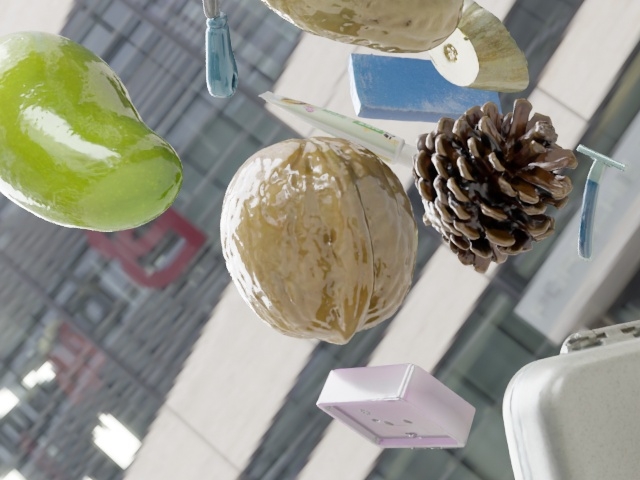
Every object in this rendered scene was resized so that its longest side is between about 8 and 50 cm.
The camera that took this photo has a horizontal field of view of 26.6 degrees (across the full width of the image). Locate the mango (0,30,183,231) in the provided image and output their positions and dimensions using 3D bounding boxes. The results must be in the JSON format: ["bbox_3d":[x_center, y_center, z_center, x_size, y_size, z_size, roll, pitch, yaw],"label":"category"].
[{"bbox_3d":[-0.259,-0.106,1.379,0.175,0.293,0.143,-37,-34,-21],"label":"mango"}]

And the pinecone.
[{"bbox_3d":[0.199,-0.069,1.541,0.169,0.185,0.212,-54,11,-20],"label":"pinecone"}]

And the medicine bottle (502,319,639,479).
[{"bbox_3d":[0.379,0.221,1.437,0.375,0.282,0.123,-8,-7,-29],"label":"medicine bottle"}]

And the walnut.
[{"bbox_3d":[0.000,0.000,2.104,0.333,0.333,0.333,-43,-23,-22],"label":"walnut"}]

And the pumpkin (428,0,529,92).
[{"bbox_3d":[0.275,-0.342,2.480,0.110,0.217,0.217,-32,-25,-12],"label":"pumpkin"}]

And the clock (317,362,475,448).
[{"bbox_3d":[0.112,0.247,1.999,0.150,0.197,0.063,38,-119,-29],"label":"clock"}]

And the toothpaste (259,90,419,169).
[{"bbox_3d":[0.039,-0.202,2.437,0.058,0.314,0.056,107,-171,-61],"label":"toothpaste"}]

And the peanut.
[{"bbox_3d":[0.053,-0.401,2.097,0.387,0.192,0.169,9,-27,-28],"label":"peanut"}]

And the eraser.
[{"bbox_3d":[0.210,-0.304,2.749,0.311,0.144,0.043,2,-31,-17],"label":"eraser"}]

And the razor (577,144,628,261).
[{"bbox_3d":[0.351,-0.037,1.759,0.037,0.068,0.191,-42,-32,-33],"label":"razor"}]

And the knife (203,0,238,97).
[{"bbox_3d":[-0.124,-0.276,1.575,0.058,0.032,0.244,-60,-27,-51],"label":"knife"}]
